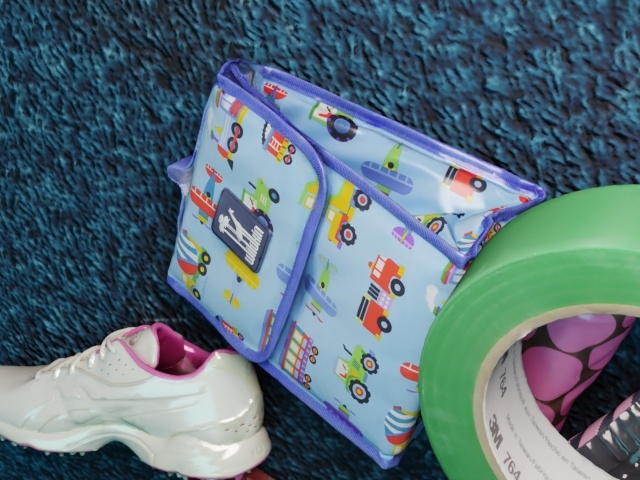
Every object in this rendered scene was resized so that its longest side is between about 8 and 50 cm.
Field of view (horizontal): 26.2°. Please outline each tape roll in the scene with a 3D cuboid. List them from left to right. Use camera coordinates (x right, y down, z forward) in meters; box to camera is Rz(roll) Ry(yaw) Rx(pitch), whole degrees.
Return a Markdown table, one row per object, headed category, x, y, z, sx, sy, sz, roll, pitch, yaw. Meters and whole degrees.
| category | x | y | z | sx | sy | sz | roll | pitch | yaw |
| --- | --- | --- | --- | --- | --- | --- | --- | --- | --- |
| tape roll | 0.224 | 0.116 | 0.901 | 0.321 | 0.077 | 0.321 | 17 | 131 | 21 |

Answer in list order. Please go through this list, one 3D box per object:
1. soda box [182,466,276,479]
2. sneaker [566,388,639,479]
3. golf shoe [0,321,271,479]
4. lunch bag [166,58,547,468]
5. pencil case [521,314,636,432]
| category | x | y | z | sx | sy | sz | roll | pitch | yaw |
| --- | --- | --- | --- | --- | --- | --- | --- | --- | --- |
| soda box | -0.028 | 0.310 | 1.311 | 0.263 | 0.092 | 0.083 | 34 | 129 | 4 |
| sneaker | 0.260 | 0.169 | 1.088 | 0.319 | 0.131 | 0.112 | -33 | 86 | 15 |
| golf shoe | -0.190 | 0.132 | 1.286 | 0.306 | 0.115 | 0.140 | 6 | 111 | 16 |
| lunch bag | 0.000 | 0.000 | 1.109 | 0.293 | 0.138 | 0.221 | 32 | 129 | 21 |
| pencil case | 0.185 | 0.089 | 1.075 | 0.095 | 0.098 | 0.209 | 45 | 134 | 20 |
